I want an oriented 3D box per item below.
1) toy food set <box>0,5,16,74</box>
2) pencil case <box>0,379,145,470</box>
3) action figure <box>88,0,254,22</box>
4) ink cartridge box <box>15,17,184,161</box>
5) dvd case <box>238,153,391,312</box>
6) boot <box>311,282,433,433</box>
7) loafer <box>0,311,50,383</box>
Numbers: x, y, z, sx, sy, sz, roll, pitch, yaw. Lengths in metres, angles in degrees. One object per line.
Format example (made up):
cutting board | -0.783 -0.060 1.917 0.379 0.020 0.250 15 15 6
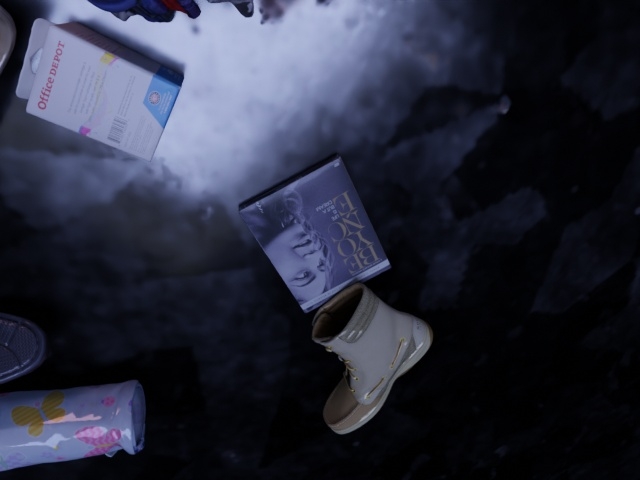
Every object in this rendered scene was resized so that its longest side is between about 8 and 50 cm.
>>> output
toy food set | -0.456 -0.149 0.387 0.220 0.092 0.306 34 99 -17
pencil case | -0.412 0.286 0.669 0.273 0.113 0.124 -1 138 -15
action figure | -0.178 -0.278 0.292 0.330 0.341 0.178 26 103 -23
ink cartridge box | -0.235 -0.166 0.474 0.143 0.090 0.092 23 110 -24
dvd case | 0.000 0.000 0.674 0.164 0.018 0.221 -28 123 2
boot | 0.048 0.207 0.748 0.203 0.095 0.262 34 102 -35
loafer | -0.525 0.160 0.592 0.303 0.109 0.095 -6 162 -12
